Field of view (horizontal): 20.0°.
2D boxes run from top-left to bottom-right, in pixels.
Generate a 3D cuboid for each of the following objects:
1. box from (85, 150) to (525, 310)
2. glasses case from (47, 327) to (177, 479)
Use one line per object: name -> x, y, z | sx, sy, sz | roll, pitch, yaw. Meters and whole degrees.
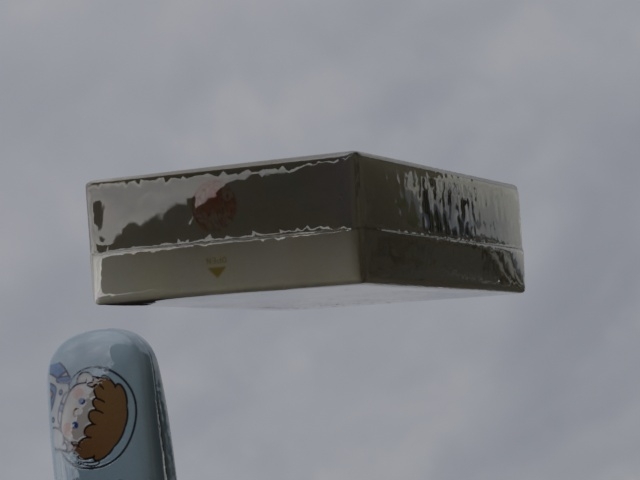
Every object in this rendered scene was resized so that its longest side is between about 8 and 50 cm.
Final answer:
box -> 0.000, 0.000, 0.860 | 0.141, 0.058, 0.201 | -5, -4, 25
glasses case -> -0.120, 0.141, 1.067 | 0.067, 0.178, 0.045 | -10, -8, 21
